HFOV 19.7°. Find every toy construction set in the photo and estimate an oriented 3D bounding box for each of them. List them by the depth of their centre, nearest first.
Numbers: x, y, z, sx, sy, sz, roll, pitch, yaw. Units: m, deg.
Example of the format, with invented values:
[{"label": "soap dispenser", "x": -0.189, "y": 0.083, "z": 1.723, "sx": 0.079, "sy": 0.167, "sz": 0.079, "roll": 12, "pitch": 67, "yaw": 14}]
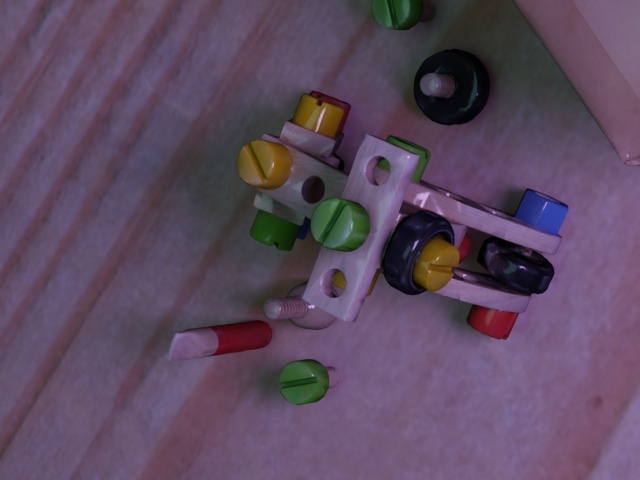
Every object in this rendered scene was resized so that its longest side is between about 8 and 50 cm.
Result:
[{"label": "toy construction set", "x": 0.000, "y": 0.000, "z": 1.351, "sx": 0.309, "sy": 0.237, "sz": 0.257, "roll": -45, "pitch": 72, "yaw": 22}]

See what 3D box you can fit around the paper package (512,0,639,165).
[{"label": "paper package", "x": 0.223, "y": -0.224, "z": 1.181, "sx": 0.168, "sy": 0.309, "sz": 0.325, "roll": -41, "pitch": 72, "yaw": 28}]
